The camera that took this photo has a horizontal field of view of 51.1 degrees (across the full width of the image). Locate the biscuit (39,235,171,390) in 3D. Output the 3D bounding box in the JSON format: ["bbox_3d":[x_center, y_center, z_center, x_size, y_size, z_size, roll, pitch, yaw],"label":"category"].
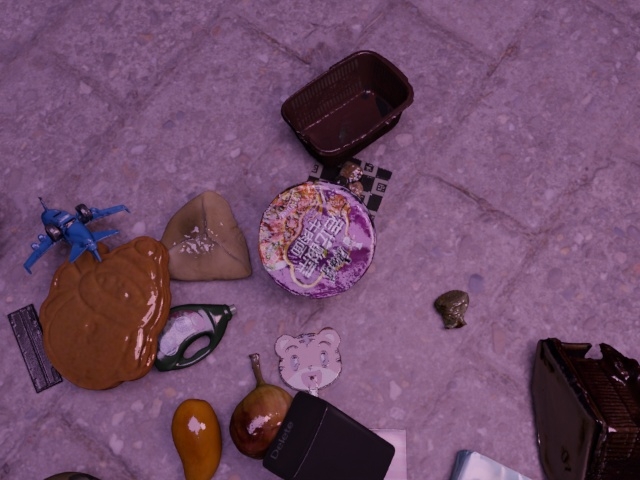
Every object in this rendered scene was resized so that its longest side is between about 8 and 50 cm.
[{"bbox_3d":[-0.474,0.146,1.470,0.312,0.057,0.351,14,78,20],"label":"biscuit"}]

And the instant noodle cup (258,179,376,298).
[{"bbox_3d":[0.000,0.000,1.482,0.251,0.190,0.251,0,88,5],"label":"instant noodle cup"}]

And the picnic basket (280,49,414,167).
[{"bbox_3d":[0.071,-0.302,1.613,0.297,0.129,0.222,-36,65,-11],"label":"picnic basket"}]

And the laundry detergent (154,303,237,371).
[{"bbox_3d":[-0.283,0.204,1.503,0.211,0.063,0.137,-21,78,-10],"label":"laundry detergent"}]

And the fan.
[{"bbox_3d":[-0.017,0.311,1.500,0.153,0.008,0.226,-7,72,-4],"label":"fan"}]

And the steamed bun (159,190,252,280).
[{"bbox_3d":[-0.276,-0.015,1.545,0.231,0.110,0.212,-2,73,-5],"label":"steamed bun"}]

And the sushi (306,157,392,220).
[{"bbox_3d":[0.052,-0.116,1.610,0.192,0.050,0.215,21,74,5],"label":"sushi"}]

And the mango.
[{"bbox_3d":[-0.261,0.428,1.424,0.102,0.085,0.184,-9,79,-3],"label":"mango"}]

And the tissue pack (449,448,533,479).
[{"bbox_3d":[0.328,0.590,1.387,0.177,0.089,0.263,25,72,5],"label":"tissue pack"}]

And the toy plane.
[{"bbox_3d":[-0.565,-0.026,1.496,0.271,0.105,0.254,27,53,38],"label":"toy plane"}]

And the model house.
[{"bbox_3d":[0.621,0.388,1.415,0.283,0.297,0.317,-1,36,-11],"label":"model house"}]

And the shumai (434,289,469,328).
[{"bbox_3d":[0.311,0.163,1.534,0.083,0.082,0.080,-22,112,22],"label":"shumai"}]

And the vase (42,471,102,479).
[{"bbox_3d":[-0.494,0.645,1.301,0.329,0.241,0.302,43,89,-14],"label":"vase"}]

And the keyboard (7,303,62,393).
[{"bbox_3d":[-0.643,0.241,1.509,0.064,0.010,0.198,-26,75,-7],"label":"keyboard"}]

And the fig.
[{"bbox_3d":[-0.110,0.346,1.426,0.160,0.143,0.230,20,63,-28],"label":"fig"}]

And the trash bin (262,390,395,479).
[{"bbox_3d":[0.025,0.432,1.357,0.225,0.115,0.165,37,71,-31],"label":"trash bin"}]

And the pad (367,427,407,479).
[{"bbox_3d":[0.089,0.556,1.432,0.202,0.005,0.299,2,73,-1],"label":"pad"}]
